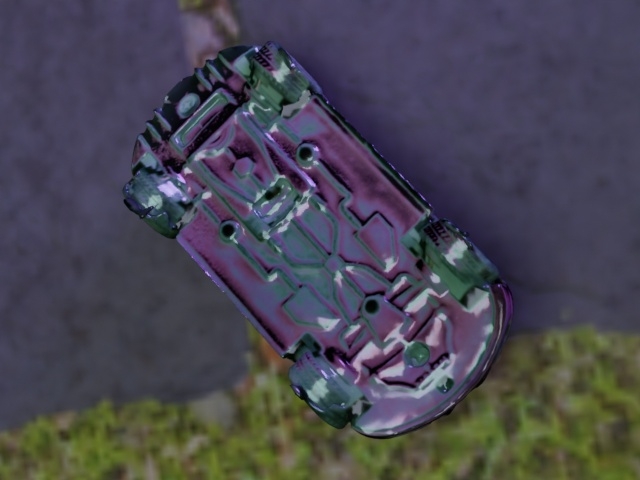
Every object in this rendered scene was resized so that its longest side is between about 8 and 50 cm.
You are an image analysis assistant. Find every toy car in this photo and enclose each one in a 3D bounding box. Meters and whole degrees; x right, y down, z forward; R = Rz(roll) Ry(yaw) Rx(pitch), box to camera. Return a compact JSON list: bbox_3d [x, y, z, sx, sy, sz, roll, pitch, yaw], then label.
[{"bbox_3d":[0.000,0.000,0.489,0.069,0.055,0.142,-45,67,4],"label":"toy car"}]
